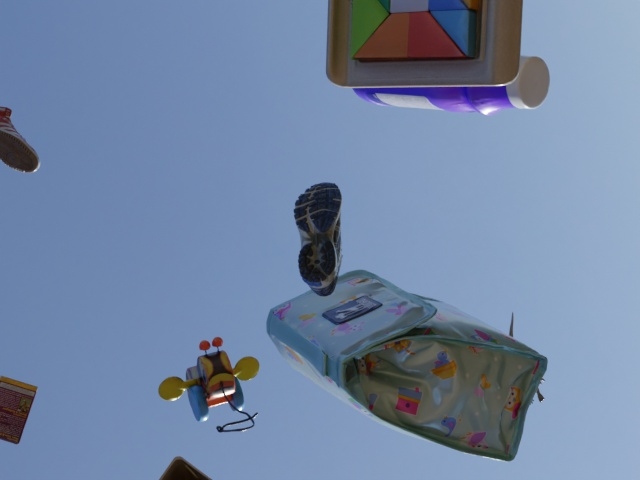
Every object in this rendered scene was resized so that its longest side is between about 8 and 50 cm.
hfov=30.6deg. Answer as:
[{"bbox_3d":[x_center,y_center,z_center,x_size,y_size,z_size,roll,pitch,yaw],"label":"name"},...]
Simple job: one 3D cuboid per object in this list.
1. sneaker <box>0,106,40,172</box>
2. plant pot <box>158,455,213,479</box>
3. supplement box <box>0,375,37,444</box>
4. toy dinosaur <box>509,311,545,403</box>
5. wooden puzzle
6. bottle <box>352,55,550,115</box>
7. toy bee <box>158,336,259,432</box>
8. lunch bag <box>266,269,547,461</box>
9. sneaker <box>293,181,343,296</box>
[{"bbox_3d":[-0.397,-0.132,1.489,0.118,0.042,0.067,34,-156,2],"label":"sneaker"},{"bbox_3d":[-0.146,0.319,1.316,0.109,0.109,0.096,34,169,6],"label":"plant pot"},{"bbox_3d":[-0.429,0.233,1.610,0.055,0.043,0.083,21,-103,-15],"label":"supplement box"},{"bbox_3d":[0.321,0.209,1.893,0.093,0.053,0.183,-115,1,-49],"label":"toy dinosaur"},{"bbox_3d":[0.112,-0.286,1.327,0.044,0.238,0.221,-3,-84,-59],"label":"wooden puzzle"},{"bbox_3d":[0.172,-0.218,1.557,0.118,0.283,0.092,1,-82,-43],"label":"bottle"},{"bbox_3d":[-0.197,0.263,2.263,0.195,0.298,0.162,-14,-84,-41],"label":"toy bee"},{"bbox_3d":[0.086,0.134,1.343,0.262,0.160,0.223,16,-174,-27],"label":"lunch bag"},{"bbox_3d":[0.000,0.000,1.248,0.058,0.052,0.135,70,-159,-54],"label":"sneaker"}]
